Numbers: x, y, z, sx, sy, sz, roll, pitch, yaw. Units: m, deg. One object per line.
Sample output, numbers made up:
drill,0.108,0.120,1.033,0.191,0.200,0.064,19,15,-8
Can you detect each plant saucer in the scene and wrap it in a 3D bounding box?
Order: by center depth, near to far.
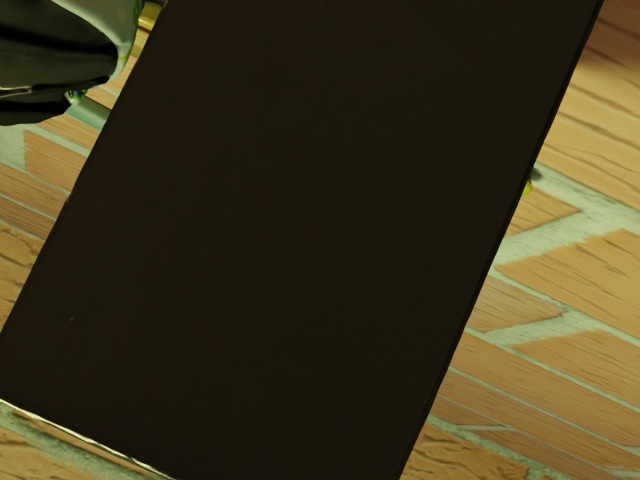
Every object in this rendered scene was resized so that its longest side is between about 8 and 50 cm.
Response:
plant saucer,-0.304,-0.168,1.558,0.192,0.018,0.067,29,168,-23

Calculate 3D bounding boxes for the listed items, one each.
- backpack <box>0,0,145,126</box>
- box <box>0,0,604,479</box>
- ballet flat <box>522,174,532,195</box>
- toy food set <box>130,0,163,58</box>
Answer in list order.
backpack,-0.244,-0.187,0.697,0.355,0.273,0.290,35,145,-29
box,0.004,-0.028,0.731,0.179,0.343,0.312,24,169,3
ballet flat,0.058,-0.062,1.152,0.231,0.077,0.077,23,168,2
toy food set,-0.155,-0.180,1.165,0.192,0.038,0.132,26,177,-41
